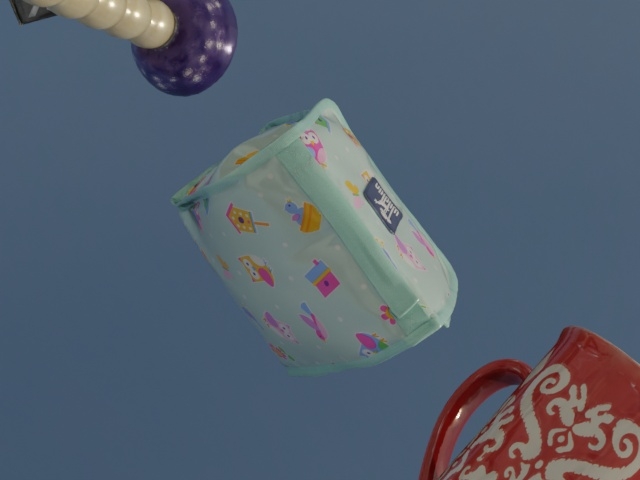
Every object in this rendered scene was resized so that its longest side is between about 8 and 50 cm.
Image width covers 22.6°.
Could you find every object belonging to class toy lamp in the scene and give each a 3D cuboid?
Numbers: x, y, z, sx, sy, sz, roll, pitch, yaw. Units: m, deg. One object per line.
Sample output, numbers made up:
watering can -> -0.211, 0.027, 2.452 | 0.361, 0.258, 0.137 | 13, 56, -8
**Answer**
toy lamp -> -0.144, -0.134, 0.841 | 0.080, 0.275, 0.080 | -5, -101, 28

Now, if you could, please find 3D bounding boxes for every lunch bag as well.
lunch bag -> 0.000, 0.000, 1.432 | 0.160, 0.262, 0.223 | -38, -83, -17

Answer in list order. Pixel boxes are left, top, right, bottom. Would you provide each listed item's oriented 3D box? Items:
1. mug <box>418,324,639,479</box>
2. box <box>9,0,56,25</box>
mug -> 0.119, 0.147, 0.921 | 0.169, 0.150, 0.113 | -45, -81, -11
box -> -0.162, -0.333, 1.604 | 0.295, 0.073, 0.293 | -15, -152, 5
